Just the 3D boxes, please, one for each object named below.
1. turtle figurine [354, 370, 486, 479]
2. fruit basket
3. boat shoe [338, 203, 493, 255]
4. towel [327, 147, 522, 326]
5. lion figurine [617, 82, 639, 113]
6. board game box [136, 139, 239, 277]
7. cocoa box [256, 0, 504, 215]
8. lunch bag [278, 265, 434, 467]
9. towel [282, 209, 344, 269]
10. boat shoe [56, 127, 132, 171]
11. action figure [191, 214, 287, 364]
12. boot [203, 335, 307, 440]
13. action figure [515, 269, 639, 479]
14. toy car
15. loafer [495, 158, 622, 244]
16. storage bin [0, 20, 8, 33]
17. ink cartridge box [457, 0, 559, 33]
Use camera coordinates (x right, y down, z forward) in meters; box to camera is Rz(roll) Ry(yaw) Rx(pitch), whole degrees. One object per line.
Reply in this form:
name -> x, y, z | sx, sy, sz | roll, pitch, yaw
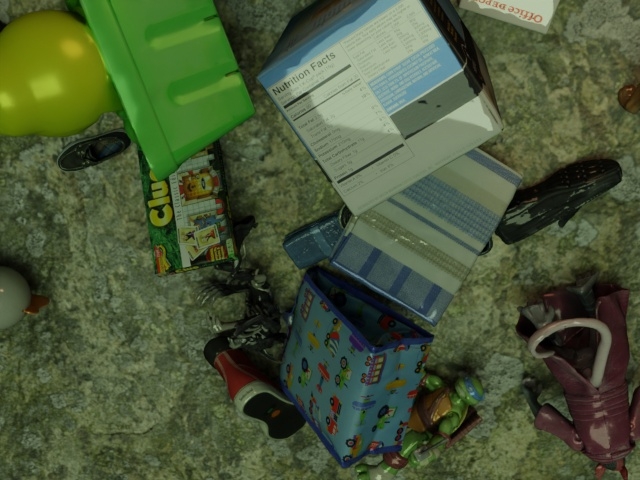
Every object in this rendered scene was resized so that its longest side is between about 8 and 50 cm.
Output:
turtle figurine -> 0.138, 0.308, 1.591 | 0.266, 0.275, 0.197 | -45, 70, 26
fruit basket -> -0.310, -0.249, 1.276 | 0.392, 0.283, 0.391 | -1, 99, -6
boat shoe -> 0.156, -0.017, 1.484 | 0.255, 0.079, 0.095 | 14, 103, -4
towel -> 0.164, -0.036, 1.426 | 0.209, 0.034, 0.285 | 30, 87, 3
lion figurine -> 0.529, -0.286, 1.242 | 0.142, 0.240, 0.392 | 5, 117, 2
board game box -> -0.216, -0.081, 1.441 | 0.136, 0.030, 0.259 | -14, 77, 13
cocoa box -> 0.087, -0.238, 1.244 | 0.231, 0.347, 0.228 | -31, 109, 18
lunch bag -> 0.021, 0.194, 1.512 | 0.138, 0.293, 0.220 | -5, 117, -39
towel -> 0.000, 0.000, 1.542 | 0.120, 0.029, 0.067 | -26, 109, 15
boat shoe -> -0.378, -0.147, 1.497 | 0.142, 0.040, 0.049 | -21, 112, 14
action figure -> -0.143, 0.096, 1.533 | 0.141, 0.164, 0.275 | -18, 108, -19
boot -> -0.121, 0.262, 1.654 | 0.088, 0.176, 0.244 | -40, 144, -3
action figure -> 0.471, 0.248, 1.502 | 0.248, 0.275, 0.370 | -17, 99, 6
toy car -> -0.597, 0.085, 1.578 | 0.238, 0.210, 0.219 | 14, 105, -33
loafer -> 0.381, -0.061, 1.459 | 0.223, 0.076, 0.078 | -26, 116, 21
storage bin -> -0.499, -0.272, 1.403 | 0.180, 0.122, 0.084 | 33, 114, -11
ink cartridge box -> 0.290, -0.410, 1.292 | 0.140, 0.082, 0.190 | 16, 114, -3
